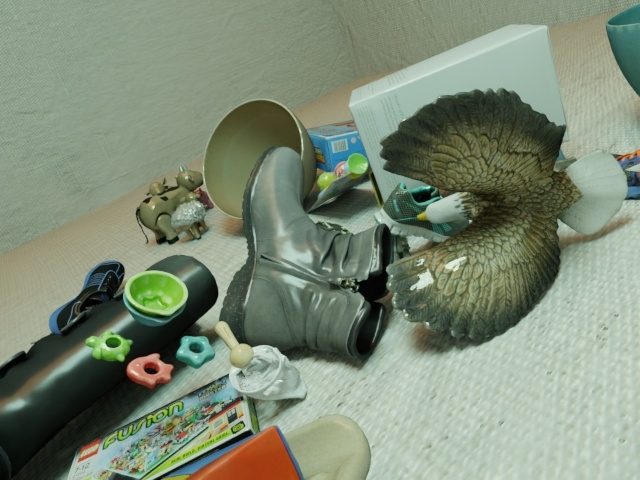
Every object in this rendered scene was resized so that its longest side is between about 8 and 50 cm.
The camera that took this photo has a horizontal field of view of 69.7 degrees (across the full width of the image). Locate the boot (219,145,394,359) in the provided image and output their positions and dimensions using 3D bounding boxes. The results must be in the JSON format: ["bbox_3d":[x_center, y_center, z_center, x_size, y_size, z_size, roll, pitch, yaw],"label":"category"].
[{"bbox_3d":[0.000,0.000,0.644,0.222,0.118,0.339,-9,63,29],"label":"boot"}]

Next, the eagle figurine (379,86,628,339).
[{"bbox_3d":[0.203,-0.043,0.545,0.298,0.226,0.225,-25,-22,-54],"label":"eagle figurine"}]

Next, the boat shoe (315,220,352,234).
[{"bbox_3d":[0.019,0.002,0.782,0.070,0.078,0.219,-29,21,-14],"label":"boat shoe"}]

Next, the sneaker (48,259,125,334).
[{"bbox_3d":[-0.474,0.118,0.994,0.090,0.082,0.232,-12,31,18],"label":"sneaker"}]

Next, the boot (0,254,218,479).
[{"bbox_3d":[-0.287,0.169,0.539,0.366,0.146,0.445,-14,16,47],"label":"boot"}]

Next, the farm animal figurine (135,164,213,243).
[{"bbox_3d":[-0.419,-0.123,1.359,0.329,0.172,0.327,-9,26,30],"label":"farm animal figurine"}]

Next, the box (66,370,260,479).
[{"bbox_3d":[-0.168,0.227,0.496,0.206,0.036,0.114,-26,22,-7],"label":"box"}]

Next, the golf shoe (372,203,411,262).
[{"bbox_3d":[0.097,-0.010,0.755,0.085,0.069,0.176,-22,20,16],"label":"golf shoe"}]

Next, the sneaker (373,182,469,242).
[{"bbox_3d":[0.163,-0.043,0.676,0.166,0.076,0.065,4,36,-29],"label":"sneaker"}]

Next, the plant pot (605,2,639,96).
[{"bbox_3d":[0.627,-0.294,0.721,0.289,0.196,0.290,-19,22,8],"label":"plant pot"}]

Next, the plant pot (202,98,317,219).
[{"bbox_3d":[-0.118,-0.177,1.134,0.283,0.285,0.190,-11,-12,27],"label":"plant pot"}]

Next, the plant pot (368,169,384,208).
[{"bbox_3d":[0.153,-0.124,0.947,0.081,0.081,0.083,-15,16,19],"label":"plant pot"}]

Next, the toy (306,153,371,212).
[{"bbox_3d":[0.041,-0.136,0.995,0.136,0.056,0.237,-29,0,-17],"label":"toy"}]

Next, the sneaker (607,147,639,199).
[{"bbox_3d":[0.449,-0.104,0.600,0.083,0.087,0.221,-31,23,-21],"label":"sneaker"}]

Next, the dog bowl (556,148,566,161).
[{"bbox_3d":[0.340,-0.182,0.905,0.165,0.074,0.297,-24,22,-3],"label":"dog bowl"}]

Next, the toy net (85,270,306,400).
[{"bbox_3d":[-0.119,0.118,0.498,0.232,0.045,0.122,24,29,0],"label":"toy net"}]

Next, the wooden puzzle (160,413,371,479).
[{"bbox_3d":[-0.150,0.212,0.231,0.321,0.081,0.348,-30,-3,15],"label":"wooden puzzle"}]

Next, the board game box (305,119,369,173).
[{"bbox_3d":[0.112,-0.270,1.227,0.307,0.086,0.302,-15,19,-14],"label":"board game box"}]

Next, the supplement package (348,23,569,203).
[{"bbox_3d":[0.214,-0.209,0.758,0.292,0.176,0.178,-19,22,15],"label":"supplement package"}]
